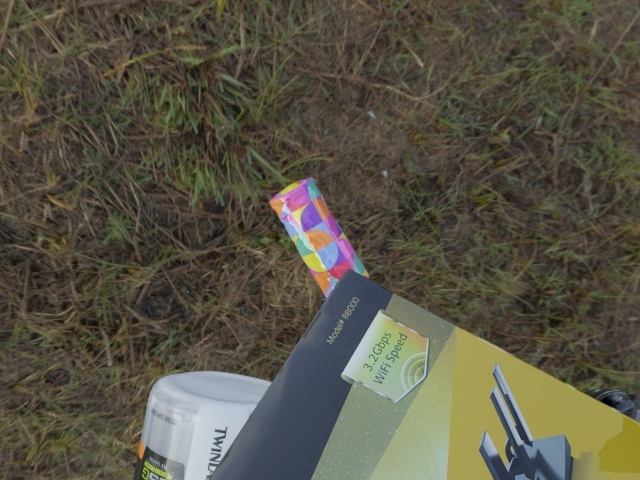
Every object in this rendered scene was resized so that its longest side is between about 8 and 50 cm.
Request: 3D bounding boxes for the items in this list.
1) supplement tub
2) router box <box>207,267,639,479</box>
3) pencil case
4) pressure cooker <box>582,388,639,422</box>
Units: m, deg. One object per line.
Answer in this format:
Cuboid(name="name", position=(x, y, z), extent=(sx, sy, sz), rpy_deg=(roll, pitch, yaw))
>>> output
Cuboid(name="supplement tub", position=(-0.139, 0.352, 0.678), extent=(0.207, 0.207, 0.337), rpy_deg=(10, 85, -13))
Cuboid(name="router box", position=(0.042, 0.200, 0.290), extent=(0.243, 0.081, 0.308), rpy_deg=(27, 62, 13))
Cuboid(name="pencil case", position=(0.000, 0.000, 0.997), extent=(0.105, 0.104, 0.236), rpy_deg=(-32, 101, -15))
Cuboid(name="pressure cooker", position=(0.475, 0.450, 0.823), extent=(0.376, 0.370, 0.419), rpy_deg=(-25, 90, 1))
